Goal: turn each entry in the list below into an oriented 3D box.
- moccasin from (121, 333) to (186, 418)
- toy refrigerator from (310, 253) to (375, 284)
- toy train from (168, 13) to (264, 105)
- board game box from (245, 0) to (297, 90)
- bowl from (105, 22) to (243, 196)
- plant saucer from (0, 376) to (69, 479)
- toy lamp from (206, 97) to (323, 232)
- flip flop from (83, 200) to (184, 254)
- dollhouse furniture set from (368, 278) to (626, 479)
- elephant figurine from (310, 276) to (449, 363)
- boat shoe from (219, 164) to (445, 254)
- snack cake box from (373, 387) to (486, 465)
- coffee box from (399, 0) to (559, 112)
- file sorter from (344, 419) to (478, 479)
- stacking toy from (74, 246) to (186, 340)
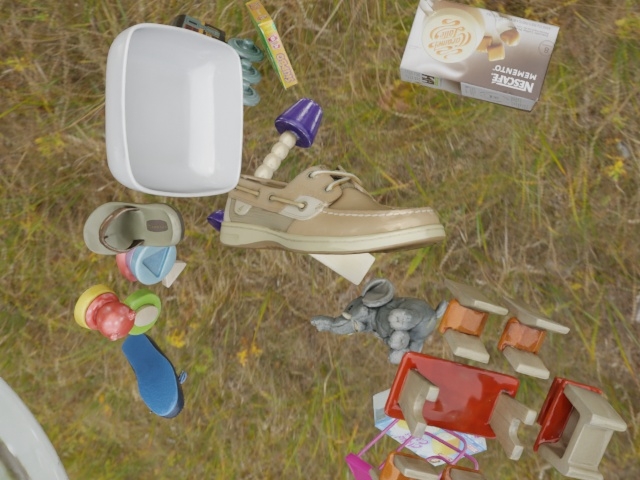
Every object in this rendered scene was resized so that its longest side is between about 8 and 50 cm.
[{"bbox_3d":[-0.457,0.382,2.124,0.138,0.342,0.117,-39,135,1],"label":"moccasin"},{"bbox_3d":[0.000,0.000,1.879,0.270,0.102,0.094,34,87,-15],"label":"toy refrigerator"},{"bbox_3d":[-0.214,-0.297,1.360,0.190,0.333,0.142,20,124,-16],"label":"toy train"},{"bbox_3d":[-0.095,-0.376,1.401,0.039,0.259,0.124,-22,119,3],"label":"board game box"},{"bbox_3d":[-0.132,-0.109,0.642,0.053,0.142,0.141,3,94,33],"label":"bowl"},{"bbox_3d":[-0.375,0.246,0.664,0.101,0.400,0.400,-34,108,3],"label":"plant saucer"},{"bbox_3d":[-0.086,-0.125,1.247,0.080,0.080,0.274,38,74,-13],"label":"toy lamp"},{"bbox_3d":[-0.384,-0.018,1.460,0.277,0.080,0.112,-1,110,36],"label":"flip flop"},{"bbox_3d":[0.203,0.195,0.865,0.259,0.135,0.261,17,101,-14],"label":"dollhouse furniture set"},{"bbox_3d":[0.133,0.171,1.712,0.186,0.240,0.169,10,102,-48],"label":"elephant figurine"},{"bbox_3d":[-0.003,-0.040,0.913,0.341,0.122,0.110,3,92,40],"label":"boat shoe"},{"bbox_3d":[0.264,0.439,1.777,0.152,0.089,0.264,-30,129,27],"label":"snack cake box"},{"bbox_3d":[0.281,-0.331,1.319,0.247,0.098,0.141,17,89,9],"label":"coffee box"},{"bbox_3d":[0.223,0.519,1.484,0.182,0.202,0.290,-36,118,-23],"label":"file sorter"},{"bbox_3d":[-0.450,0.137,1.927,0.130,0.279,0.308,27,82,30],"label":"stacking toy"}]
